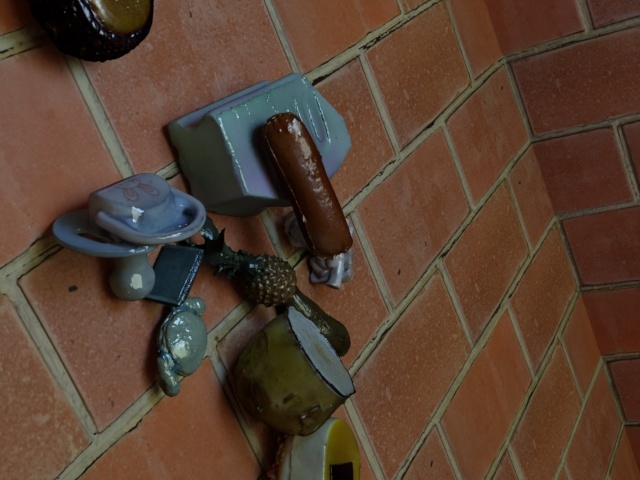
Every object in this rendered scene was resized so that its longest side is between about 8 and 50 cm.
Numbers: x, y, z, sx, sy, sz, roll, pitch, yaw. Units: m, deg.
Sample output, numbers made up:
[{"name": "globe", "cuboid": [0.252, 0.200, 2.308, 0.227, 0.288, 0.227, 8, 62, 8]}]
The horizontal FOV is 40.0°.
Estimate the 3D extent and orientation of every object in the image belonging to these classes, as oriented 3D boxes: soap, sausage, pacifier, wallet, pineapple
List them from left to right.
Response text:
[{"name": "pacifier", "cuboid": [-0.321, 0.006, 1.546, 0.287, 0.238, 0.226, -41, 143, -53]}, {"name": "wallet", "cuboid": [-0.278, 0.066, 1.668, 0.026, 0.088, 0.129, 74, 29, -52]}, {"name": "pineapple", "cuboid": [-0.164, 0.046, 1.808, 0.277, 0.119, 0.130, 33, 42, -50]}, {"name": "soap", "cuboid": [-0.112, -0.207, 1.915, 0.446, 0.156, 0.261, -38, 112, -53]}, {"name": "sausage", "cuboid": [-0.026, -0.112, 1.796, 0.102, 0.102, 0.330, -50, 124, -48]}]

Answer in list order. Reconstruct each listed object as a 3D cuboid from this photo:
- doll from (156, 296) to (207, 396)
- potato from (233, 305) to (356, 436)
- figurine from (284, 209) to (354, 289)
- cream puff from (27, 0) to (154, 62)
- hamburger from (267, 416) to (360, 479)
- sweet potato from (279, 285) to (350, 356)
[{"name": "doll", "cuboid": [-0.263, 0.191, 1.664, 0.103, 0.071, 0.214, 47, 43, -39]}, {"name": "potato", "cuboid": [-0.067, 0.285, 1.834, 0.246, 0.196, 0.299, 56, 8, 9]}, {"name": "figurine", "cuboid": [0.001, -0.003, 2.021, 0.237, 0.162, 0.141, 69, 27, -46]}, {"name": "cream puff", "cuboid": [-0.410, -0.430, 1.540, 0.239, 0.164, 0.239, 18, 69, -56]}, {"name": "hamburger", "cuboid": [-0.014, 0.517, 1.870, 0.227, 0.151, 0.295, 39, 47, -51]}, {"name": "sweet potato", "cuboid": [-0.029, 0.178, 2.006, 0.286, 0.085, 0.112, 42, 14, -27]}]
